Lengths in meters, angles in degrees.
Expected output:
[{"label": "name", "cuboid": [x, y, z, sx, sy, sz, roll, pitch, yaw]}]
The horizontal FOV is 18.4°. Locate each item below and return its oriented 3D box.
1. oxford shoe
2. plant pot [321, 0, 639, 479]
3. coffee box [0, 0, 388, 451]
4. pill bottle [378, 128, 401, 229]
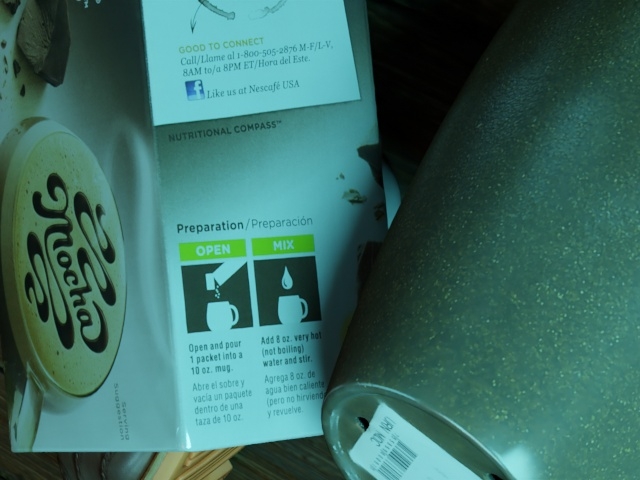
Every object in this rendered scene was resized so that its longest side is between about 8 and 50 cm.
[{"label": "oxford shoe", "cuboid": [-0.115, 0.106, 1.300, 0.132, 0.130, 0.363, 51, 148, 7]}, {"label": "plant pot", "cuboid": [0.109, 0.021, 0.801, 0.215, 0.230, 0.215, 31, 149, 22]}, {"label": "coffee box", "cuboid": [-0.067, -0.059, 0.880, 0.168, 0.119, 0.297, -8, 87, 56]}, {"label": "pill bottle", "cuboid": [0.000, 0.000, 1.054, 0.087, 0.087, 0.160, 30, 149, 23]}]
